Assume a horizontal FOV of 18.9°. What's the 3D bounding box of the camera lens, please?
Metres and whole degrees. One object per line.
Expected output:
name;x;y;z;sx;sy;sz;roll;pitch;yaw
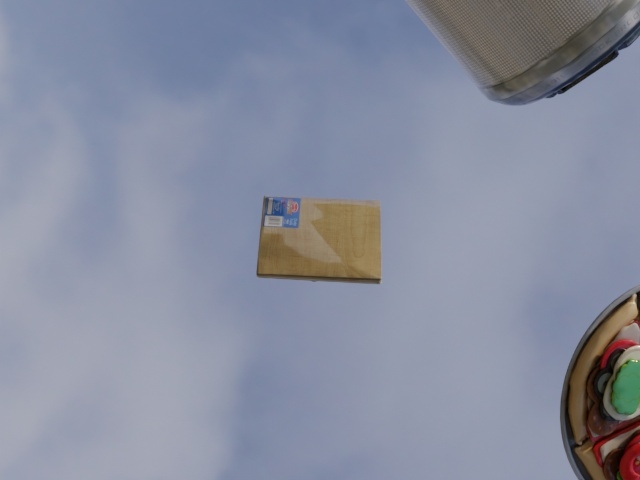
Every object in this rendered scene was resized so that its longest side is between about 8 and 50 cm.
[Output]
camera lens;0.173;-0.279;1.779;0.219;0.274;0.219;-39;-168;10

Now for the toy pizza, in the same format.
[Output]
toy pizza;0.283;0.128;1.540;0.032;0.201;0.201;23;-85;64

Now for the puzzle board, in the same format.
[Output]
puzzle board;0.000;0.000;1.526;0.128;0.096;0.011;-88;180;-61
